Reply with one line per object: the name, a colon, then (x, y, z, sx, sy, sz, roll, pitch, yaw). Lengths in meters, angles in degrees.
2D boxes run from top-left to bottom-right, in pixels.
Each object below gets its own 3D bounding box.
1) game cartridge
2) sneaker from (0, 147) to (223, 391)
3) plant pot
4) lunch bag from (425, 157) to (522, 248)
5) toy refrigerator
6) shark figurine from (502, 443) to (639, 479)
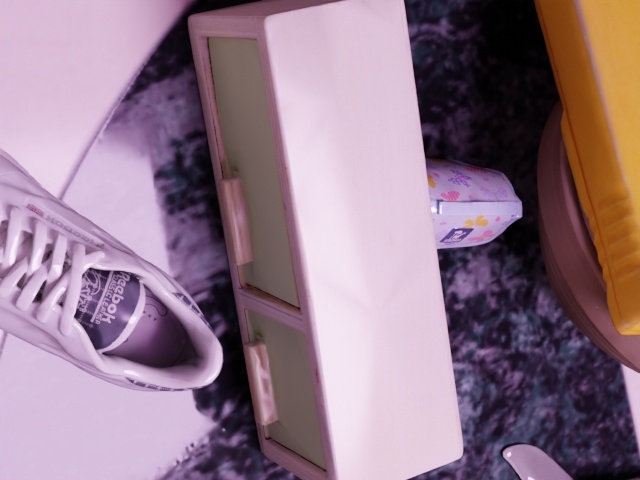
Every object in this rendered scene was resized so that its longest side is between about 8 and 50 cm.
game cartridge: (0.260, -0.100, 0.850, 0.285, 0.052, 0.324, 2, 69, -29)
sneaker: (-0.152, 0.007, 0.700, 0.235, 0.095, 0.090, 30, 85, -28)
plant pot: (0.219, 0.001, 0.871, 0.237, 0.110, 0.237, 13, 62, -25)
lunch bag: (0.069, -0.022, 0.822, 0.071, 0.083, 0.053, -2, 99, -29)
toy refrigerator: (0.000, 0.000, 0.778, 0.094, 0.102, 0.270, -16, 107, -26)
shark figurine: (0.159, 0.254, 0.906, 0.166, 0.116, 0.278, 43, 75, -26)
